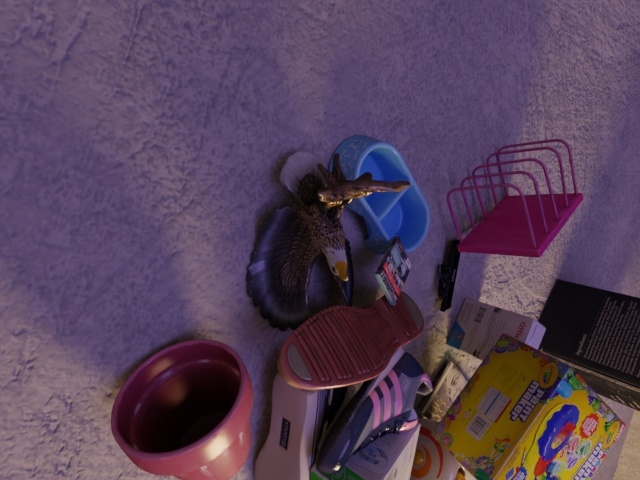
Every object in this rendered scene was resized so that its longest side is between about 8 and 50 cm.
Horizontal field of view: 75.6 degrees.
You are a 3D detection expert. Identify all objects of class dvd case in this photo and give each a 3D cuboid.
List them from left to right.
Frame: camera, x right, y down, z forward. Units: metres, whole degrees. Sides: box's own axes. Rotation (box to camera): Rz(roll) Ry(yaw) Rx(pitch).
[{"bbox_3d":[0.152,0.060,0.847,0.119,0.013,0.087,-55,127,-38],"label":"dvd case"},{"bbox_3d":[0.376,0.467,1.202,0.164,0.018,0.221,-52,123,-16],"label":"dvd case"}]

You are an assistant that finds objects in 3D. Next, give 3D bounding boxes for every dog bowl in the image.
[{"bbox_3d":[0.138,-0.088,0.887,0.166,0.074,0.297,-49,123,-18],"label":"dog bowl"}]

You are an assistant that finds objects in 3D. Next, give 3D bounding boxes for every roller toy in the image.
[{"bbox_3d":[0.278,0.559,1.041,0.146,0.191,0.209,33,40,-34],"label":"roller toy"}]

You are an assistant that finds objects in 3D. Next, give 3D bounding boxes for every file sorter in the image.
[{"bbox_3d":[0.484,-0.115,1.033,0.291,0.202,0.182,-37,114,-32],"label":"file sorter"}]

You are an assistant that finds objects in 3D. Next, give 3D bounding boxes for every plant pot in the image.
[{"bbox_3d":[-0.196,0.292,0.665,0.201,0.201,0.180,-33,132,-26],"label":"plant pot"}]

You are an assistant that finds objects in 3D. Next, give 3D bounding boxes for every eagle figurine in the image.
[{"bbox_3d":[0.000,0.008,0.762,0.226,0.298,0.225,21,42,-2],"label":"eagle figurine"}]

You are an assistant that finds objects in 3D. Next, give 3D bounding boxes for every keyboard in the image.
[{"bbox_3d":[0.335,0.090,1.097,0.100,0.038,0.192,2,98,-59],"label":"keyboard"}]

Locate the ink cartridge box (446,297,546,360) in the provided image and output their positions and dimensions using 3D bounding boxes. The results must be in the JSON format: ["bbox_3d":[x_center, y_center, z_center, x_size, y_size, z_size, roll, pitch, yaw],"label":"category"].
[{"bbox_3d":[0.467,0.258,1.110,0.086,0.203,0.148,31,81,-35],"label":"ink cartridge box"}]

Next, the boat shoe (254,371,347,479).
[{"bbox_3d":[-0.027,0.394,0.843,0.158,0.127,0.340,-7,115,-51],"label":"boat shoe"}]

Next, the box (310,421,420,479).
[{"bbox_3d":[0.090,0.514,0.869,0.231,0.127,0.261,-27,128,-46],"label":"box"}]

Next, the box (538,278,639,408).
[{"bbox_3d":[1.076,0.401,1.406,0.480,0.472,0.297,34,78,-35],"label":"box"}]

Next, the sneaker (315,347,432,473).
[{"bbox_3d":[0.122,0.345,0.811,0.131,0.112,0.319,42,49,10],"label":"sneaker"}]

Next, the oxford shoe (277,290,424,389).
[{"bbox_3d":[0.055,0.207,0.799,0.397,0.146,0.140,-4,60,-48],"label":"oxford shoe"}]

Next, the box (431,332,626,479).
[{"bbox_3d":[0.461,0.421,0.919,0.279,0.177,0.290,40,84,-24],"label":"box"}]
